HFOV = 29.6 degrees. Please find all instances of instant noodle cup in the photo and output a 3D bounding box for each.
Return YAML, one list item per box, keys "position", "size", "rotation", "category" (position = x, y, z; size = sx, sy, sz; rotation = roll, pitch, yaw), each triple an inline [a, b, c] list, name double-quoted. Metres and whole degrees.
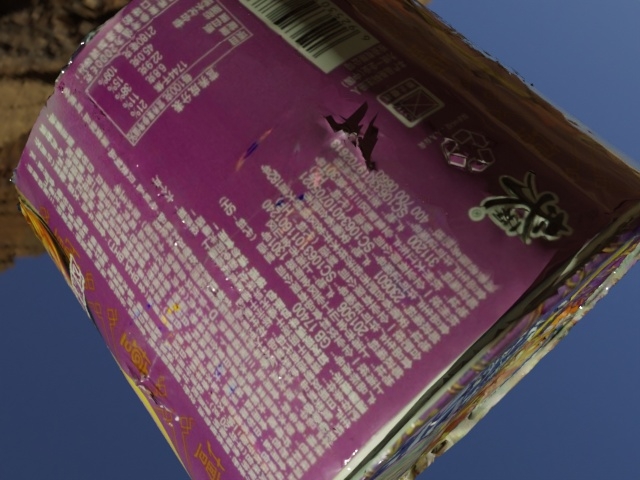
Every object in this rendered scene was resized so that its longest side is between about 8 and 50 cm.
- position: [0.000, 0.000, 0.698]
  size: [0.266, 0.340, 0.340]
  rotation: [46, -141, 14]
  category: "instant noodle cup"
